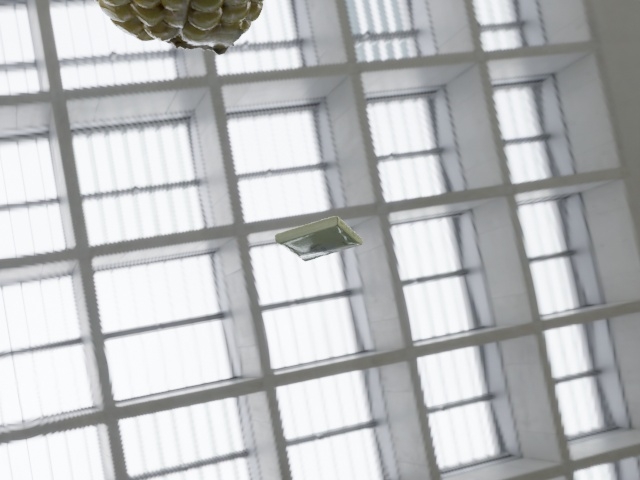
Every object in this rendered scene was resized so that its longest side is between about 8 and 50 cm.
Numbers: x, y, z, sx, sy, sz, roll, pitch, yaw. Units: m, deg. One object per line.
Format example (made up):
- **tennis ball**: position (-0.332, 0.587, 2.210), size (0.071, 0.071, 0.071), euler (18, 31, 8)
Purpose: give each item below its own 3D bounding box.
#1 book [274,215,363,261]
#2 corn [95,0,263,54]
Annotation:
- **book**: position (0.000, 0.001, 1.085), size (0.077, 0.111, 0.014), euler (-16, -107, 13)
- **corn**: position (-0.089, -0.279, 0.534), size (0.144, 0.387, 0.144), euler (2, -131, -2)
